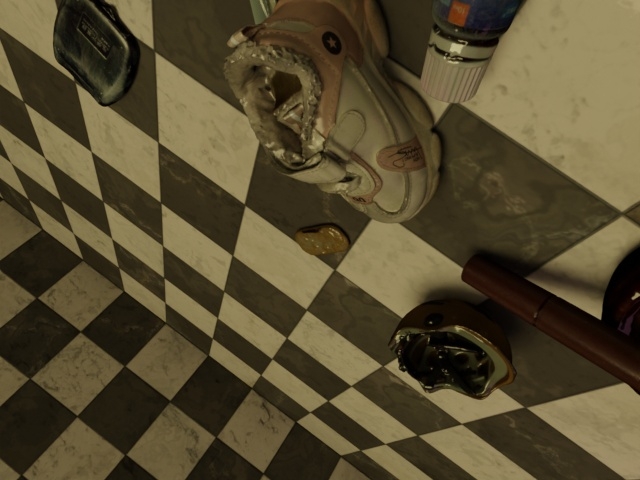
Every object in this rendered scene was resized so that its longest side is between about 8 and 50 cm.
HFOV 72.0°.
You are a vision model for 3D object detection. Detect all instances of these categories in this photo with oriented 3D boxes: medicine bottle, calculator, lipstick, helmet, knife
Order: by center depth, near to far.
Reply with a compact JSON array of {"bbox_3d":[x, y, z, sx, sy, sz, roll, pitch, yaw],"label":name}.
[{"bbox_3d":[0.153,-0.239,0.434,0.084,0.083,0.203,28,147,16],"label":"medicine bottle"},{"bbox_3d":[0.349,0.122,0.591,0.357,0.057,0.057,37,152,41],"label":"lipstick"},{"bbox_3d":[-0.077,-0.330,0.594,0.044,0.023,0.162,15,140,24],"label":"knife"},{"bbox_3d":[0.240,0.181,0.803,0.224,0.130,0.198,-21,120,41],"label":"helmet"},{"bbox_3d":[-0.450,-0.379,0.878,0.177,0.040,0.268,47,141,-16],"label":"calculator"}]

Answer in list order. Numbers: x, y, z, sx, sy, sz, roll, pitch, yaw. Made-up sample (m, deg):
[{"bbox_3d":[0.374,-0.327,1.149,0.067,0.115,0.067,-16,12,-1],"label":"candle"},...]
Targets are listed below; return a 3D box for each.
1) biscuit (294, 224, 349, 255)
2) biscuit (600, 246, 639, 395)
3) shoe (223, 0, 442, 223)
[{"bbox_3d":[0.000,0.000,0.913,0.147,0.018,0.071,-10,125,47],"label":"biscuit"},{"bbox_3d":[0.548,0.133,0.495,0.408,0.091,0.407,24,144,19],"label":"biscuit"},{"bbox_3d":[0.013,-0.142,0.574,0.172,0.198,0.351,-4,127,47],"label":"shoe"}]
